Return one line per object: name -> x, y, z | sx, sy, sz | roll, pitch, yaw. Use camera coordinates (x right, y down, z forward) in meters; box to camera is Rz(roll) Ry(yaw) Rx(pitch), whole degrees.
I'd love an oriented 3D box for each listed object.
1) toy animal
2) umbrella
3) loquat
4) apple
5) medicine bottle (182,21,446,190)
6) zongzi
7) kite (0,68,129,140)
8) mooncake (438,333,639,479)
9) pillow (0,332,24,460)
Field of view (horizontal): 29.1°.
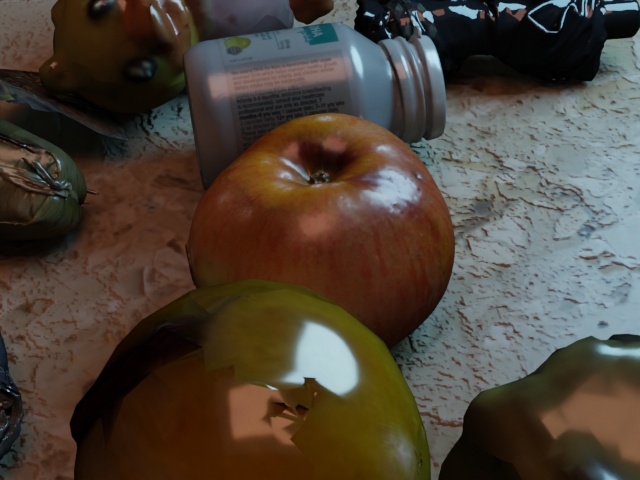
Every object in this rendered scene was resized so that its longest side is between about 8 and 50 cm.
toy animal -> -0.142, -0.215, 1.152 | 0.281, 0.195, 0.169 | -37, 13, -34
umbrella -> 0.164, -0.205, 1.163 | 0.272, 0.110, 0.122 | -5, 87, 1
loquat -> -0.043, 0.140, 0.776 | 0.235, 0.235, 0.235 | -1, 48, 1
apple -> 0.000, 0.000, 0.945 | 0.209, 0.164, 0.209 | -1, 45, 1
medicine bottle -> -0.005, -0.119, 1.072 | 0.215, 0.135, 0.135 | -10, 48, -6
zongzi -> -0.314, -0.020, 1.032 | 0.194, 0.099, 0.197 | 22, 71, 13
kite -> -0.287, -0.137, 1.089 | 0.245, 0.015, 0.141 | 7, 22, -42
mooncake -> 0.279, 0.122, 0.779 | 0.393, 0.246, 0.394 | 11, 52, 4
pillow -> -0.372, 0.084, 0.930 | 0.335, 0.092, 0.161 | 17, 59, 15
